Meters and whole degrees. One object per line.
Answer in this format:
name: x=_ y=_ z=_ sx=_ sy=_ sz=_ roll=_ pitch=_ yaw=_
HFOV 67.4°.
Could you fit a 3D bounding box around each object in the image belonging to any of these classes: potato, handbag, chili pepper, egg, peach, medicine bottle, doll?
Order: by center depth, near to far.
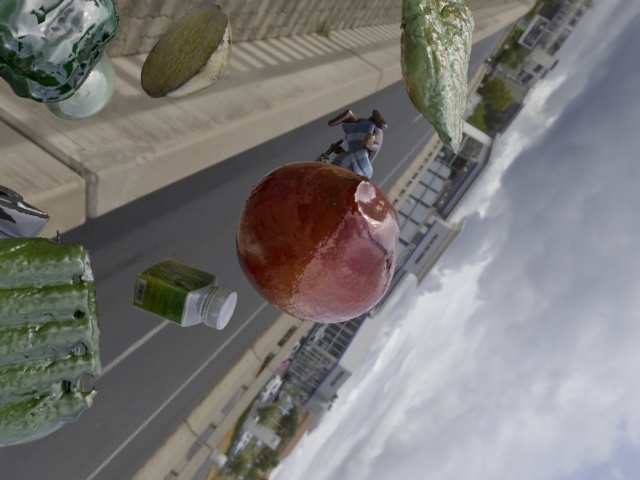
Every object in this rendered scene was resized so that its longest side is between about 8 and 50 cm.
chili pepper: x=-0.362 y=-0.314 z=0.634 sx=0.165 sy=0.174 sz=0.260 roll=-21 pitch=-134 yaw=46
handbag: x=-0.758 y=-0.092 z=0.994 sx=0.257 sy=0.286 sz=0.113 roll=58 pitch=49 yaw=-69
peach: x=-0.002 y=-0.001 z=1.012 sx=0.290 sy=0.372 sz=0.372 roll=9 pitch=120 yaw=-49
medicine bottle: x=-0.283 y=0.118 z=1.025 sx=0.132 sy=0.189 sz=0.088 roll=-43 pitch=151 yaw=-71
potato: x=-0.342 y=-0.486 z=1.291 sx=0.299 sy=0.239 sz=0.116 roll=-42 pitch=152 yaw=7
doll: x=0.086 y=-0.286 z=1.674 sx=0.339 sy=0.209 sz=0.318 roll=-66 pitch=-159 yaw=-5
egg: x=-0.944 y=-0.620 z=1.872 sx=0.258 sy=0.259 sz=0.351 roll=117 pitch=-19 yaw=-49

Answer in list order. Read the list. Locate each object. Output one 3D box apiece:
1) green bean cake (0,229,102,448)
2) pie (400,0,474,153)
green bean cake: x=-0.502 y=0.151 z=0.803 sx=0.319 sy=0.218 sz=0.334 roll=-6 pitch=-95 yaw=59
pie: x=0.194 y=-0.266 z=0.764 sx=0.274 sy=0.106 sz=0.256 roll=-47 pitch=125 yaw=-59
